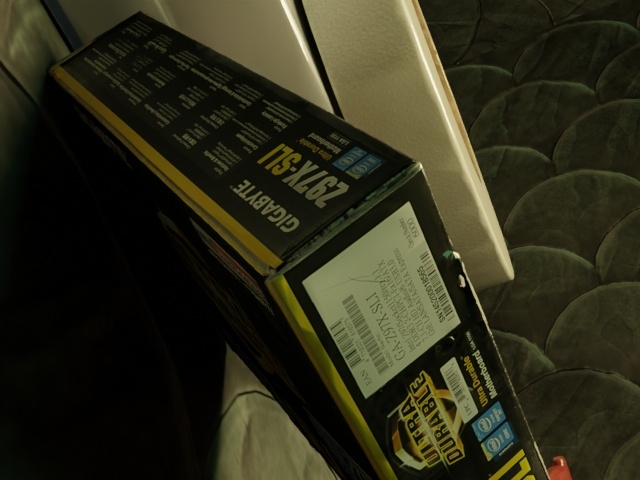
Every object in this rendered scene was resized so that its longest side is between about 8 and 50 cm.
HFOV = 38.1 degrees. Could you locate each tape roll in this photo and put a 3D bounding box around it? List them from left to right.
[{"bbox_3d":[0.074,-0.134,0.815,0.392,0.072,0.392,-21,90,-78],"label":"tape roll"}]

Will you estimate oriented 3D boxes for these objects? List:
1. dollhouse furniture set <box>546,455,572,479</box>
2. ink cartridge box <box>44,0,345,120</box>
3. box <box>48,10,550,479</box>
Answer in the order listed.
[{"bbox_3d":[0.065,0.251,0.581,0.374,0.201,0.152,20,50,-68],"label":"dollhouse furniture set"},{"bbox_3d":[-0.081,-0.218,0.782,0.395,0.151,0.270,-88,156,-57],"label":"ink cartridge box"},{"bbox_3d":[-0.017,0.026,0.515,0.322,0.079,0.257,39,-18,53],"label":"box"}]
